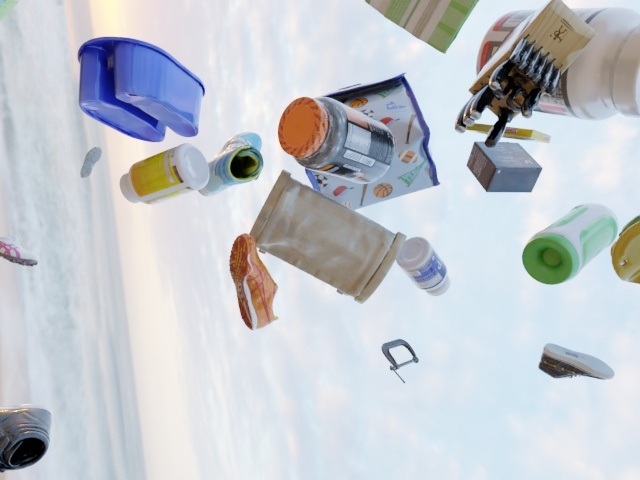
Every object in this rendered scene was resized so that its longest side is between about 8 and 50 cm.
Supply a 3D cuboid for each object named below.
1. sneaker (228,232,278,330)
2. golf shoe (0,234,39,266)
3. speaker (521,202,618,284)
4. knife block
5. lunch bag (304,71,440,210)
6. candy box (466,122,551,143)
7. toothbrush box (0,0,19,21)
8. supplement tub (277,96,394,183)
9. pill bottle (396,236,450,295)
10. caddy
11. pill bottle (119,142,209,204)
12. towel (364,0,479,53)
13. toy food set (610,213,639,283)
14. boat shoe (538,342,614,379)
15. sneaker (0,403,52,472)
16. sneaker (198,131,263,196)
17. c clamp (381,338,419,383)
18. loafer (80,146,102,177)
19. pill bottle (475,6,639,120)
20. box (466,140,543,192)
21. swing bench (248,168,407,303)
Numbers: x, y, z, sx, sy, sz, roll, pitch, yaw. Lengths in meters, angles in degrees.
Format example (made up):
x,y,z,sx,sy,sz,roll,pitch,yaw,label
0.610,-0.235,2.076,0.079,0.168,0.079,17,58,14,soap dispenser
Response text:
x,y,z,sx,sy,sz,roll,pitch,yaw,label
-0.106,0.063,0.805,0.064,0.068,0.175,30,-46,46,sneaker
-0.956,0.023,1.521,0.067,0.186,0.085,104,5,-70,golf shoe
0.587,0.001,1.142,0.131,0.297,0.131,23,-56,40,speaker
0.303,-0.255,0.800,0.242,0.088,0.275,-48,-176,10,knife block
0.112,-0.299,1.343,0.238,0.328,0.385,66,13,-47,lunch bag
0.507,-0.296,1.344,0.206,0.105,0.027,24,-75,47,candy box
-0.865,-0.610,1.159,0.206,0.283,0.122,57,17,-5,toothbrush box
0.027,-0.164,0.810,0.117,0.190,0.116,-6,-99,41,supplement tub
0.310,0.083,1.454,0.186,0.112,0.112,46,4,-38,pill bottle
-0.446,-0.385,1.246,0.341,0.242,0.179,27,62,-67,caddy
-0.395,-0.159,1.234,0.117,0.215,0.117,45,38,-50,pill bottle
0.144,-0.347,0.680,0.152,0.023,0.113,41,-56,14,towel
0.605,-0.012,0.862,0.128,0.218,0.071,52,14,-14,toy food set
0.709,0.357,1.372,0.184,0.065,0.083,21,-58,26,boat shoe
-0.739,0.439,1.068,0.147,0.296,0.104,23,-74,51,sneaker
-0.225,-0.254,1.511,0.208,0.319,0.127,-11,-57,39,sneaker
0.253,0.368,1.530,0.137,0.161,0.022,47,-56,25,c clamp
-0.813,-0.275,1.730,0.039,0.045,0.125,-12,-126,49,loafer
0.517,-0.359,1.000,0.363,0.210,0.210,38,-49,54,pill bottle
0.555,-0.225,1.497,0.158,0.156,0.093,-105,-161,-49,box
0.000,0.000,0.981,0.165,0.253,0.255,-61,-177,0,swing bench
